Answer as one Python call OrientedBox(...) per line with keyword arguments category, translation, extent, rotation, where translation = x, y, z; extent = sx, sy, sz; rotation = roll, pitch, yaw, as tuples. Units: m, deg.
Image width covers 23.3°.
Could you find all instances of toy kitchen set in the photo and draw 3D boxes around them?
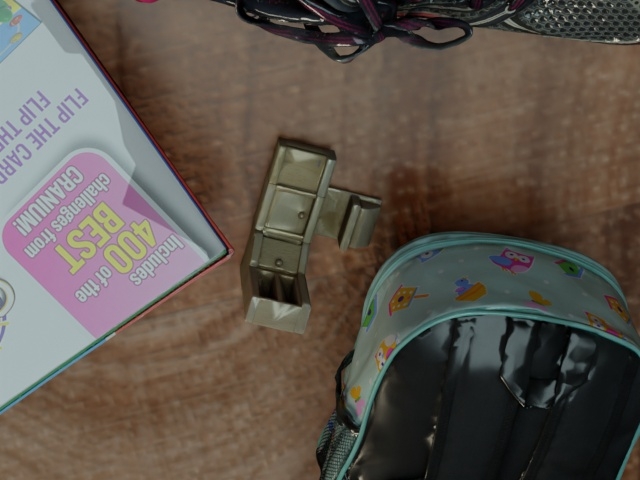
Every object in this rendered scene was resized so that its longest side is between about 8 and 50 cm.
OrientedBox(category="toy kitchen set", translation=(0.000, 0.000, 0.854), extent=(0.068, 0.075, 0.083), rotation=(13, 111, -10))

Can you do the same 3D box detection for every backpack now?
OrientedBox(category="backpack", translation=(0.089, 0.083, 0.848), extent=(0.166, 0.144, 0.188), rotation=(11, 130, -7))

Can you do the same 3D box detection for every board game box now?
OrientedBox(category="board game box", translation=(-0.232, -0.056, 0.780), extent=(0.242, 0.064, 0.316), rotation=(-34, 100, -2))

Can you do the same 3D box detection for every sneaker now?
OrientedBox(category="sneaker", translation=(0.037, -0.138, 0.771), extent=(0.299, 0.112, 0.121), rotation=(10, 149, -9))
